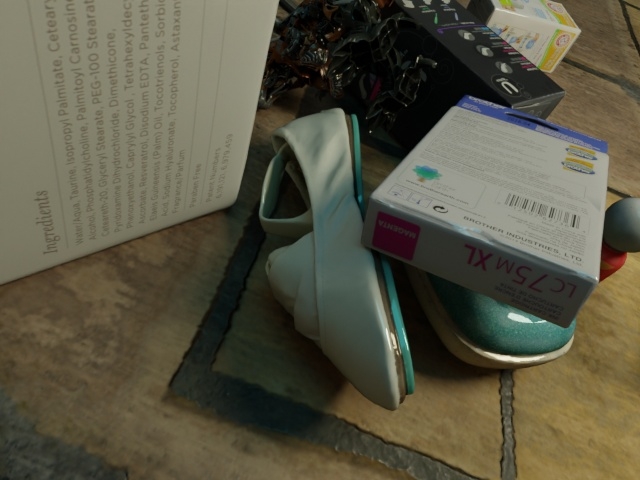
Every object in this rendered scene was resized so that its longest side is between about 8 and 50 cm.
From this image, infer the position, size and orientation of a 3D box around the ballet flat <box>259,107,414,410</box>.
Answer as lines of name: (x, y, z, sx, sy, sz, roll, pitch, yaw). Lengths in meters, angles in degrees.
ballet flat: (0.000, 0.000, 0.568, 0.139, 0.139, 0.401, 7, 45, -15)

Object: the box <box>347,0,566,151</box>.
box: (0.187, -0.231, 0.789, 0.143, 0.165, 0.270, -21, 61, -35)

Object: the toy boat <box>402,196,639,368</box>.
toy boat: (0.250, 0.009, 0.624, 0.317, 0.148, 0.268, -2, 52, -22)

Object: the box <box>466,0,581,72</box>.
box: (0.409, -0.440, 1.093, 0.202, 0.103, 0.114, 7, 50, -15)

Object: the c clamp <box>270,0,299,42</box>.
c clamp: (-0.084, -0.409, 0.934, 0.137, 0.022, 0.161, -23, 63, -34)

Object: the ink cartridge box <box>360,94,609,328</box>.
ink cartridge box: (0.186, -0.057, 0.536, 0.185, 0.065, 0.311, 23, 40, 17)

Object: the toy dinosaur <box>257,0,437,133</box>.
toy dinosaur: (0.035, -0.283, 0.697, 0.164, 0.322, 0.219, 9, 44, -42)

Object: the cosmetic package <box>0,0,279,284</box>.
cosmetic package: (-0.295, -0.187, 0.461, 0.393, 0.328, 0.329, -24, 63, -34)
